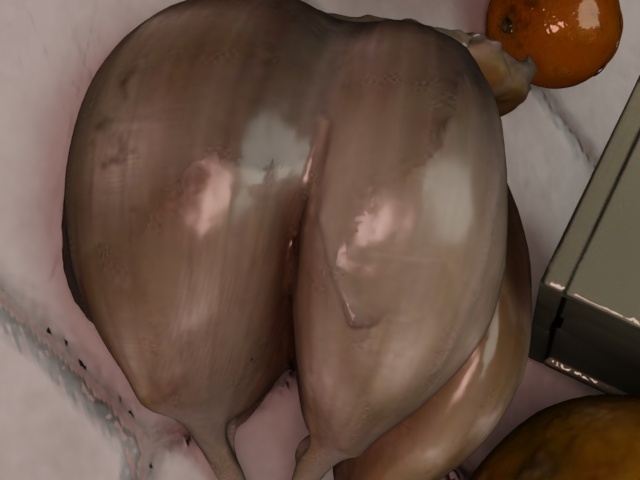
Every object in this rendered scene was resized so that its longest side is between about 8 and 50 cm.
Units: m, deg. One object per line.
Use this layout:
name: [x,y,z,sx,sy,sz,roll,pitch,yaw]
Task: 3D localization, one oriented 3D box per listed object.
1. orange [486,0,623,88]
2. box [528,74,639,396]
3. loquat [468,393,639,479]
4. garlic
orange: [0.140,-0.131,0.960,0.083,0.083,0.084,13,72,-44]
box: [0.234,0.038,0.818,0.117,0.225,0.225,-63,170,-9]
loquat: [0.156,0.177,0.794,0.246,0.213,0.214,6,74,-81]
garlic: [0.000,0.000,0.766,0.237,0.210,0.292,78,24,-57]
